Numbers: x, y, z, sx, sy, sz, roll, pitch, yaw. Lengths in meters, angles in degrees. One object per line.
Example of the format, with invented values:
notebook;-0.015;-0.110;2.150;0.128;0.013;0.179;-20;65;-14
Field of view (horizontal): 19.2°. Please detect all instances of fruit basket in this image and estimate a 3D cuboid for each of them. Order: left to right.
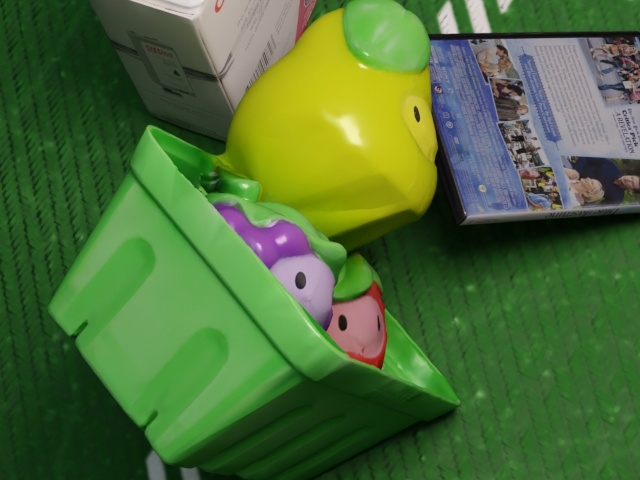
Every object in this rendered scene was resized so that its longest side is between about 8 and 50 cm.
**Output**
fruit basket;0.000;0.000;1.539;0.392;0.392;0.283;-38;69;-6

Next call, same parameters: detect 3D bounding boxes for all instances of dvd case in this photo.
dvd case;0.204;-0.103;1.664;0.253;0.022;0.180;-4;65;-27

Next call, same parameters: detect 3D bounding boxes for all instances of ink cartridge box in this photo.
ink cartridge box;-0.094;-0.238;1.683;0.117;0.283;0.207;19;74;14
